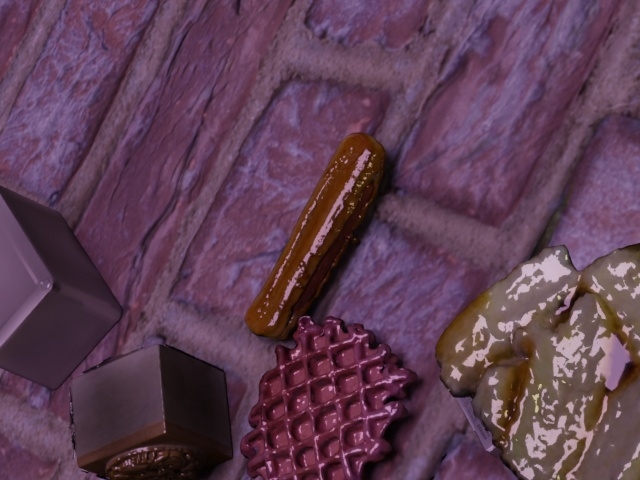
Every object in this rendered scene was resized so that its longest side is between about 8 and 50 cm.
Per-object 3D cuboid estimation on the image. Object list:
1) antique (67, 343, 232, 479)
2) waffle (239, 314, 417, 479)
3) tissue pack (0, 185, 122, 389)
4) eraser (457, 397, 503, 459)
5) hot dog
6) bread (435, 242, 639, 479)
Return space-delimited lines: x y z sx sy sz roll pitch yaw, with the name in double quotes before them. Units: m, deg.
"antique" -0.211 0.228 1.991 0.152 0.147 0.148 -24 60 26
"waffle" 0.001 0.206 1.900 0.221 0.055 0.234 29 90 42
"tissue pack" -0.414 0.061 2.224 0.159 0.136 0.246 -47 50 11
"eraser" 0.181 0.187 1.775 0.029 0.052 0.122 -40 52 16
"hot dog" -0.003 -0.002 1.991 0.088 0.061 0.286 37 95 44
"bread" 0.331 0.174 1.545 0.264 0.239 0.395 -44 53 13
